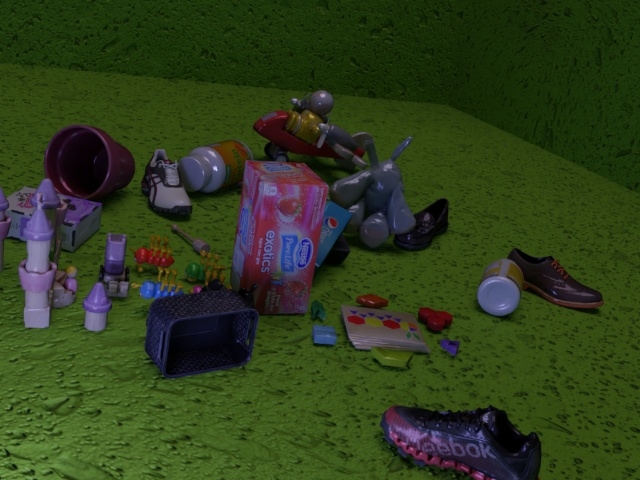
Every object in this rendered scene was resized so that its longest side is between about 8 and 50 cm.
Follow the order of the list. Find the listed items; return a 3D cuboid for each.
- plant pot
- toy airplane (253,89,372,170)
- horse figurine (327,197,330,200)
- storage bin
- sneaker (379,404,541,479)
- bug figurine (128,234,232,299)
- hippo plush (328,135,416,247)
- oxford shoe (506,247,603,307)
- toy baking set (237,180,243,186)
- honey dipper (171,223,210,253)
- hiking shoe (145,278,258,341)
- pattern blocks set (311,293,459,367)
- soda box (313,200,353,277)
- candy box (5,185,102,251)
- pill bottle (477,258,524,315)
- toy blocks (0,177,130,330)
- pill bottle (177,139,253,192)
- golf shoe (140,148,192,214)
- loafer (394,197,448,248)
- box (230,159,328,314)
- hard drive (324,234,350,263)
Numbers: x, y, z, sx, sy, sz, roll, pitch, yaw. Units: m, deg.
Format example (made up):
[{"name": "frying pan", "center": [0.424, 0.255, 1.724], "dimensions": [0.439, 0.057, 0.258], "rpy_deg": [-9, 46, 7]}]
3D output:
[{"name": "plant pot", "center": [-0.593, -0.200, 2.043], "dimensions": [0.201, 0.201, 0.180], "rpy_deg": [19, 8, 17]}, {"name": "toy airplane", "center": [0.010, -0.385, 2.692], "dimensions": [0.386, 0.272, 0.384], "rpy_deg": [21, 22, 22]}, {"name": "horse figurine", "center": [-0.058, -0.119, 2.175], "dimensions": [0.175, 0.066, 0.263], "rpy_deg": [15, 6, 9]}, {"name": "storage bin", "center": [-0.214, 0.166, 1.394], "dimensions": [0.180, 0.122, 0.084], "rpy_deg": [-4, 27, -35]}, {"name": "sneaker", "center": [0.231, 0.314, 1.245], "dimensions": [0.276, 0.135, 0.098], "rpy_deg": [20, 25, 23]}, {"name": "bug figurine", "center": [-0.298, 0.078, 1.638], "dimensions": [0.216, 0.072, 0.279], "rpy_deg": [12, 16, -20]}, {"name": "hippo plush", "center": [0.135, -0.131, 2.175], "dimensions": [0.234, 0.294, 0.236], "rpy_deg": [-4, 3, -3]}, {"name": "oxford shoe", "center": [0.616, 0.100, 2.032], "dimensions": [0.271, 0.098, 0.097], "rpy_deg": [20, 23, 19]}, {"name": "toy baking set", "center": [-0.146, -0.168, 2.336], "dimensions": [0.256, 0.030, 0.197], "rpy_deg": [6, 7, 43]}, {"name": "honey dipper", "center": [-0.326, -0.007, 1.900], "dimensions": [0.030, 0.030, 0.161], "rpy_deg": [-8, 26, -41]}, {"name": "hiking shoe", "center": [-0.228, 0.127, 1.485], "dimensions": [0.227, 0.114, 0.086], "rpy_deg": [-2, 15, -36]}, {"name": "pattern blocks set", "center": [0.137, 0.191, 1.649], "dimensions": [0.325, 0.026, 0.285], "rpy_deg": [11, 21, -1]}, {"name": "soda box", "center": [0.000, 0.000, 1.876], "dimensions": [0.071, 0.067, 0.210], "rpy_deg": [30, 49, 4]}, {"name": "candy box", "center": [-0.633, -0.053, 1.789], "dimensions": [0.196, 0.070, 0.165], "rpy_deg": [13, 21, 1]}, {"name": "pill bottle", "center": [0.451, 0.109, 1.918], "dimensions": [0.103, 0.103, 0.184], "rpy_deg": [17, 22, 13]}, {"name": "toy blocks", "center": [-0.512, -0.005, 1.476], "dimensions": [0.309, 0.260, 0.288], "rpy_deg": [5, 22, -16]}, {"name": "pill bottle", "center": [-0.316, -0.216, 2.280], "dimensions": [0.136, 0.136, 0.246], "rpy_deg": [21, 23, 21]}, {"name": "golf shoe", "center": [-0.422, -0.155, 2.098], "dimensions": [0.105, 0.120, 0.273], "rpy_deg": [0, 26, -33]}, {"name": "loafer", "center": [0.302, -0.057, 2.263], "dimensions": [0.109, 0.095, 0.302], "rpy_deg": [21, 23, 23]}, {"name": "box", "center": [-0.095, -0.007, 1.646], "dimensions": [0.142, 0.299, 0.154], "rpy_deg": [0, 23, -23]}, {"name": "hard drive", "center": [-0.031, -0.011, 2.027], "dimensions": [0.172, 0.054, 0.254], "rpy_deg": [5, 22, -17]}]
